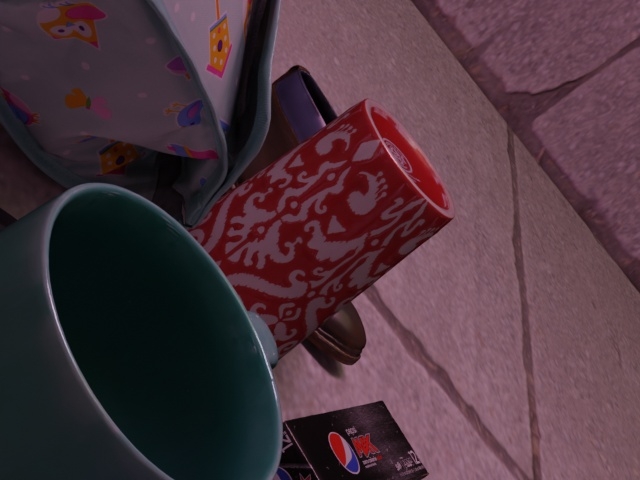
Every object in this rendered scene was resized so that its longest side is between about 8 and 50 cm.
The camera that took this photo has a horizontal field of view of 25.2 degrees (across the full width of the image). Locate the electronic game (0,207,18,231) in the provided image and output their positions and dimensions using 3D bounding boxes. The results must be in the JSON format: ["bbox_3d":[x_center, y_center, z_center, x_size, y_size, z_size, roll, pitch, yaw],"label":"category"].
[{"bbox_3d":[-0.148,0.066,0.587,0.229,0.048,0.229,45,27,-30],"label":"electronic game"}]

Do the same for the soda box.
[{"bbox_3d":[0.005,0.137,0.851,0.060,0.053,0.169,57,16,14],"label":"soda box"}]

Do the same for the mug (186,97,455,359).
[{"bbox_3d":[-0.006,-0.007,0.907,0.113,0.169,0.150,52,17,-3],"label":"mug"}]

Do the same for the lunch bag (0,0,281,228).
[{"bbox_3d":[-0.099,-0.154,0.812,0.262,0.160,0.223,60,32,-58],"label":"lunch bag"}]

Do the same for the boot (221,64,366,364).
[{"bbox_3d":[-0.006,-0.022,1.047,0.219,0.106,0.082,57,17,11],"label":"boot"}]

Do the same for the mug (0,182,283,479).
[{"bbox_3d":[-0.083,0.063,0.534,0.157,0.097,0.129,40,29,-41],"label":"mug"}]
